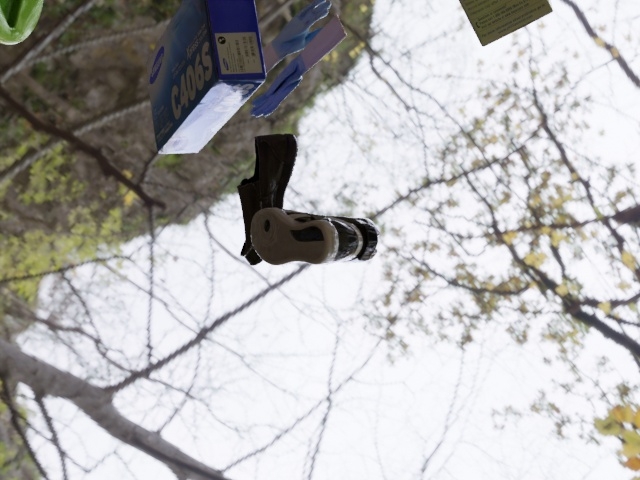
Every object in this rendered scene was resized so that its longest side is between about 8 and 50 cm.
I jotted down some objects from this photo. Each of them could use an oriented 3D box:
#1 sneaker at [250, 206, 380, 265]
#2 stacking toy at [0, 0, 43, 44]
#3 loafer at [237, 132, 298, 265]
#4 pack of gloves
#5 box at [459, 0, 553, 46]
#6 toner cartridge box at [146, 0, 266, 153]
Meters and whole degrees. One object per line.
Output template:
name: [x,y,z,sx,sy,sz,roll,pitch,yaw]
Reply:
sneaker: [0.000,0.000,1.317,0.217,0.121,0.079,14,-79,57]
stacking toy: [-0.372,-0.314,0.844,0.130,0.279,0.309,5,-164,14]
loafer: [-0.099,-0.070,1.517,0.080,0.078,0.220,-154,-103,-73]
pack of gloves: [-0.044,-0.320,1.703,0.232,0.046,0.195,-42,-143,19]
box: [0.248,-0.450,1.450,0.117,0.243,0.213,-24,-160,22]
toner cartridge box: [-0.184,-0.259,1.448,0.348,0.075,0.165,151,-67,-64]
